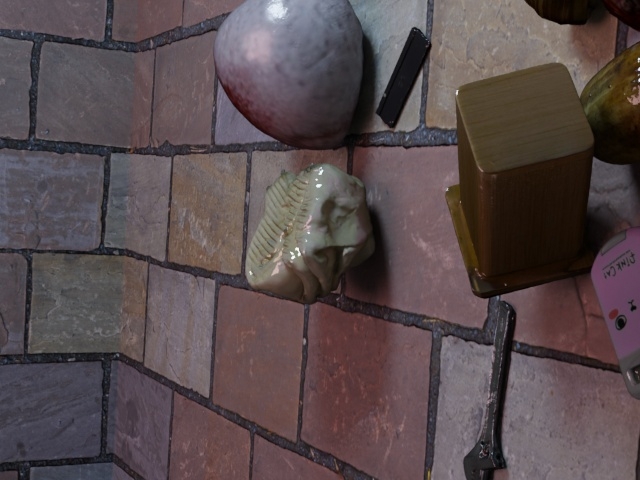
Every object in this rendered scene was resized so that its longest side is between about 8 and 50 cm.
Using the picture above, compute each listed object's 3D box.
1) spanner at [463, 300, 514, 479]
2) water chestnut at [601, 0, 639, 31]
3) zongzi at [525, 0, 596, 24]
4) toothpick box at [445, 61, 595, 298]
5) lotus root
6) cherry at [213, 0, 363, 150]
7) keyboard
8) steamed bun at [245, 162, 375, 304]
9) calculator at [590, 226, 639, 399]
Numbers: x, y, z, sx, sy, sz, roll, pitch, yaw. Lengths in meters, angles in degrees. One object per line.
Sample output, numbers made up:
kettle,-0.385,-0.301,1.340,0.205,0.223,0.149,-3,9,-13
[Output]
spanner,0.280,0.259,1.769,0.093,0.026,0.325,18,102,62
water chestnut,0.442,-0.398,1.192,0.347,0.335,0.335,148,121,-74
zongzi,0.342,-0.422,1.475,0.288,0.134,0.286,-52,-26,-63
toothpick box,0.274,-0.082,1.491,0.308,0.187,0.190,73,-175,-61
lotus root,0.430,-0.188,1.412,0.260,0.128,0.145,-33,49,55
cherry,-0.047,-0.365,2.189,0.335,0.291,0.326,52,125,25
keyboard,0.156,-0.305,2.056,0.060,0.018,0.195,56,136,38
steamed bun,0.000,0.000,2.120,0.268,0.207,0.280,-28,44,54
calculator,0.439,0.100,1.458,0.141,0.045,0.246,-45,50,52
